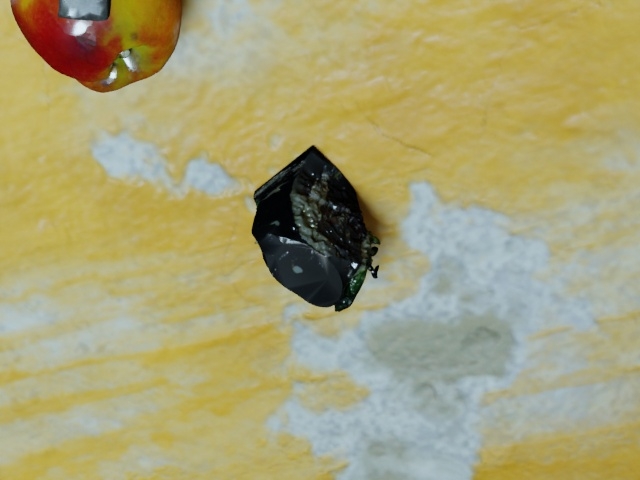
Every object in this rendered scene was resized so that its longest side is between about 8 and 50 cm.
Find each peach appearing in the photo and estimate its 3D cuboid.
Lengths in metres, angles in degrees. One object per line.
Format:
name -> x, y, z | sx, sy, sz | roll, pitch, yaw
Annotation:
peach -> -0.135, -0.146, 1.051 | 0.101, 0.101, 0.101 | 3, 122, 4

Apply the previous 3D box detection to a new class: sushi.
sushi -> 0.000, 0.000, 1.132 | 0.056, 0.083, 0.084 | -38, 110, 24

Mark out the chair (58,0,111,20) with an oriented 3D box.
chair -> -0.200, -0.346, 0.866 | 0.240, 0.203, 0.416 | 7, 122, -2
